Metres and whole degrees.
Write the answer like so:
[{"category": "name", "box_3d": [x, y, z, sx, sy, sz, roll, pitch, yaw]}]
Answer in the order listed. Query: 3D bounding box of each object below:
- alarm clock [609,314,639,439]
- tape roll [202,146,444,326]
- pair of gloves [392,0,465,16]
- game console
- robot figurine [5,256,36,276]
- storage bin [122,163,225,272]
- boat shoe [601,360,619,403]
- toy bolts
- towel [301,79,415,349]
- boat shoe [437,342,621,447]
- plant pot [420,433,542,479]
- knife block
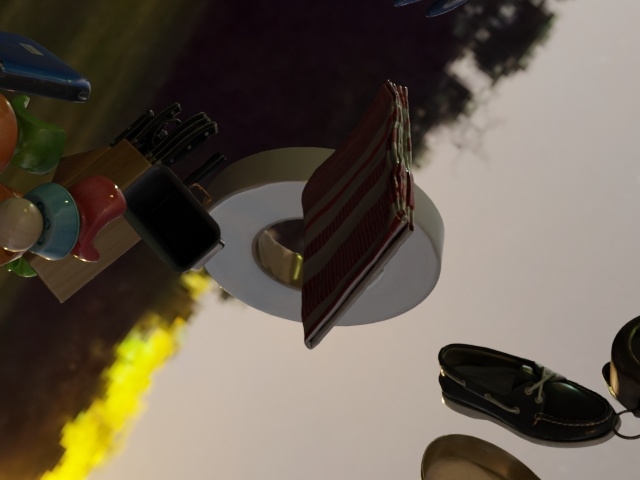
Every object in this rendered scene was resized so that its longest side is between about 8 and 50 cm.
[{"category": "alarm clock", "box_3d": [0.353, 0.138, 1.682, 0.192, 0.129, 0.064, -47, 144, -35]}, {"category": "tape roll", "box_3d": [0.000, 0.000, 2.573, 0.392, 0.392, 0.072, -44, -152, 47]}, {"category": "pair of gloves", "box_3d": [0.134, -0.353, 1.817, 0.159, 0.198, 0.023, -17, -165, -8]}, {"category": "game console", "box_3d": [-0.379, -0.115, 1.555, 0.293, 0.250, 0.173, -144, -115, -65]}, {"category": "robot figurine", "box_3d": [-0.408, 0.010, 2.354, 0.115, 0.101, 0.067, -48, 147, -64]}, {"category": "storage bin", "box_3d": [-0.179, -0.026, 2.118, 0.098, 0.135, 0.091, -42, 167, 2]}, {"category": "boat shoe", "box_3d": [0.505, 0.225, 2.398, 0.228, 0.076, 0.080, 24, -105, 47]}, {"category": "toy bolts", "box_3d": [-0.365, -0.040, 1.888, 0.158, 0.228, 0.218, -5, 127, -54]}, {"category": "towel", "box_3d": [0.040, -0.040, 2.138, 0.237, 0.037, 0.329, -52, -159, 30]}, {"category": "boat shoe", "box_3d": [0.300, 0.225, 2.436, 0.302, 0.091, 0.114, 9, -141, 34]}, {"category": "plant pot", "box_3d": [0.220, 0.346, 2.089, 0.032, 0.236, 0.236, -54, -172, 29]}, {"category": "knife block", "box_3d": [-0.253, -0.060, 2.232, 0.242, 0.088, 0.276, -11, -136, 27]}]
